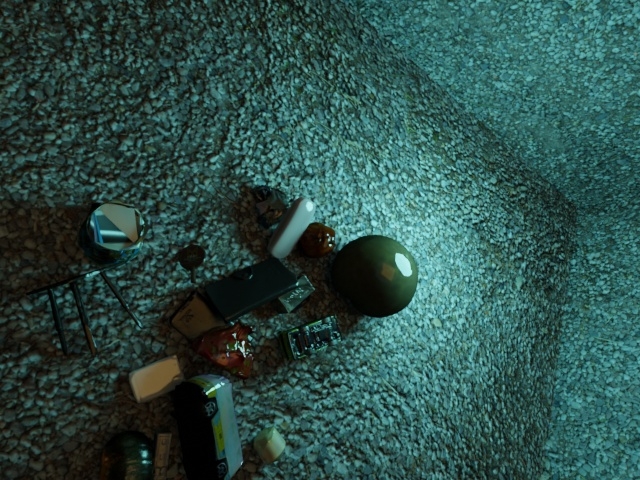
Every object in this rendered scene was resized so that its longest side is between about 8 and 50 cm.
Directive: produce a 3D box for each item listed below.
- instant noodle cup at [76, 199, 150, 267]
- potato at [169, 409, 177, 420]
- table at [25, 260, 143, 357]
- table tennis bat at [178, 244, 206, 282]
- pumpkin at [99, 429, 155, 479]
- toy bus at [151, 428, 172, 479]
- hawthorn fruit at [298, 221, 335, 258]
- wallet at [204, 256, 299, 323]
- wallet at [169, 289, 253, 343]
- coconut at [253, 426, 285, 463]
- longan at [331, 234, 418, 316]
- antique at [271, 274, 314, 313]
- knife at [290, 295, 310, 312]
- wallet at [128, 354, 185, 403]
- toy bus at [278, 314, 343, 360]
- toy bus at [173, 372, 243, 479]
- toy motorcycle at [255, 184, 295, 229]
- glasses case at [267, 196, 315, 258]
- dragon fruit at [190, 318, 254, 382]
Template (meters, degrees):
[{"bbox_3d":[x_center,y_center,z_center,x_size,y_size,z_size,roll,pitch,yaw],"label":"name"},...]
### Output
[{"bbox_3d":[-0.741,-0.032,1.535,0.240,0.178,0.240,7,76,-29],"label":"instant noodle cup"},{"bbox_3d":[-0.487,0.634,1.592,0.096,0.066,0.103,47,58,-16],"label":"potato"},{"bbox_3d":[-0.761,0.237,1.398,0.317,0.317,0.249,-21,97,-32],"label":"table"},{"bbox_3d":[-0.504,0.115,1.739,0.107,0.119,0.170,-10,60,-3],"label":"table tennis bat"},{"bbox_3d":[-0.624,0.744,1.393,0.159,0.238,0.238,14,72,-31],"label":"pumpkin"},{"bbox_3d":[-0.563,0.769,1.509,0.064,0.075,0.191,11,72,-28],"label":"toy bus"},{"bbox_3d":[-0.011,-0.004,1.951,0.173,0.179,0.174,31,41,-32],"label":"hawthorn fruit"},{"bbox_3d":[-0.280,0.191,1.772,0.377,0.051,0.197,-23,57,-35],"label":"wallet"},{"bbox_3d":[-0.430,0.358,1.700,0.318,0.045,0.172,45,65,-16],"label":"wallet"},{"bbox_3d":[-0.196,0.812,1.689,0.116,0.116,0.122,-36,93,-31],"label":"coconut"},{"bbox_3d":[0.256,0.163,1.985,0.404,0.336,0.405,0,103,-1],"label":"longan"},{"bbox_3d":[-0.127,0.241,1.880,0.183,0.086,0.088,-39,98,-31],"label":"antique"},{"bbox_3d":[-0.091,0.286,1.930,0.121,0.018,0.031,-36,104,-31],"label":"knife"},{"bbox_3d":[-0.599,0.508,1.576,0.182,0.032,0.124,-19,89,-30],"label":"wallet"},{"bbox_3d":[-0.049,0.418,1.846,0.262,0.150,0.128,-12,84,-37],"label":"toy bus"},{"bbox_3d":[-0.396,0.660,1.533,0.162,0.171,0.387,-22,106,-63],"label":"toy bus"},{"bbox_3d":[-0.196,-0.124,1.920,0.239,0.108,0.204,16,64,-2],"label":"toy motorcycle"},{"bbox_3d":[-0.127,-0.054,1.880,0.113,0.075,0.297,25,101,-46],"label":"glasses case"},{"bbox_3d":[-0.334,0.404,1.647,0.262,0.134,0.212,34,67,-23],"label":"dragon fruit"}]
